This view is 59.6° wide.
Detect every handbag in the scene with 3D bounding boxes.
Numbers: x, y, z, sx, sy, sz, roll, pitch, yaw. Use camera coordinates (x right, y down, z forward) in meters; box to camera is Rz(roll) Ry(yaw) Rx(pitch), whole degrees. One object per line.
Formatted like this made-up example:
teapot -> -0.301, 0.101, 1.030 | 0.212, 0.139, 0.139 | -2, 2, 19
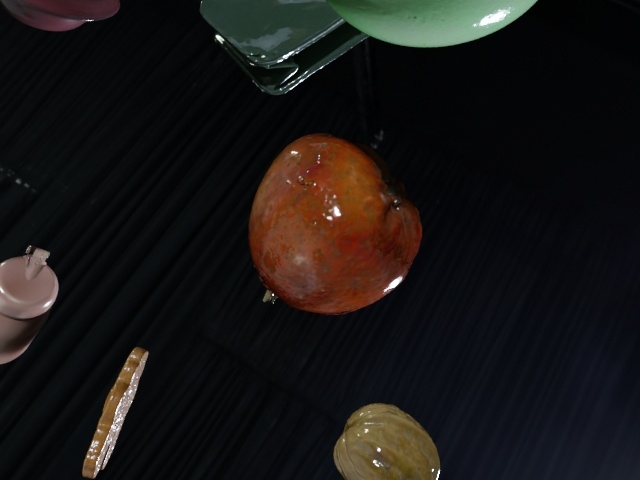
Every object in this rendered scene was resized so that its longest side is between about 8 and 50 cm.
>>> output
handbag -> -0.043, -0.380, 0.932 | 0.247, 0.260, 0.079 | 51, -10, 35

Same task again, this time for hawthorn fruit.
hawthorn fruit -> 0.000, 0.000, 0.867 | 0.276, 0.307, 0.276 | 38, 23, -20

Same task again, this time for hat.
hat -> -0.399, -0.359, 0.804 | 0.205, 0.205, 0.089 | 34, -58, 2

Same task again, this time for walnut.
walnut -> 0.139, 0.433, 1.119 | 0.213, 0.213, 0.213 | 31, -17, 11

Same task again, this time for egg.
egg -> 0.106, -0.307, 0.555 | 0.269, 0.220, 0.220 | 30, -17, 24

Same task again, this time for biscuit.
biscuit -> -0.534, 0.439, 1.454 | 0.047, 0.334, 0.202 | 21, -9, -5

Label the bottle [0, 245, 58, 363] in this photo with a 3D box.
bottle -> -0.725, 0.144, 1.308 | 0.173, 0.206, 0.297 | 28, -48, -26
